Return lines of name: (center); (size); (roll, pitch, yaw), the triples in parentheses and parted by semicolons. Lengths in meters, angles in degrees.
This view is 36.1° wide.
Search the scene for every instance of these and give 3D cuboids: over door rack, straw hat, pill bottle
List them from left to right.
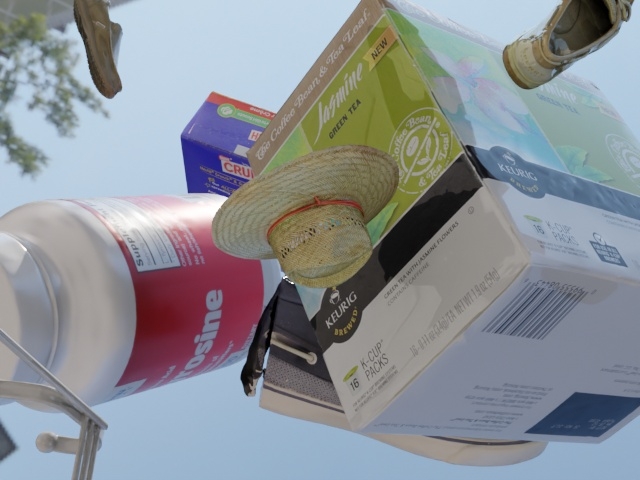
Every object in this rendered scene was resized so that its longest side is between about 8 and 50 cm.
over door rack: (-0.241, 0.152, 0.621); (0.108, 0.324, 0.240); (-6, -130, 7)
pill bottle: (-0.242, 0.065, 1.110); (0.229, 0.407, 0.229); (3, -84, 32)
straw hat: (0.000, 0.000, 0.695); (0.144, 0.144, 0.061); (-39, -123, 28)

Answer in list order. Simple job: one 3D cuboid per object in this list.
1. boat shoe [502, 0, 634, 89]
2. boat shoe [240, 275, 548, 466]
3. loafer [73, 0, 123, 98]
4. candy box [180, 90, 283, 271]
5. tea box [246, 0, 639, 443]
boat shoe: (0.199, -0.167, 0.736); (0.056, 0.153, 0.048); (57, -28, -6)
boat shoe: (0.092, 0.123, 1.030); (0.127, 0.340, 0.158); (-82, -177, -65)
loafer: (-0.267, -0.245, 1.215); (0.056, 0.050, 0.148); (126, -53, -66)
candy box: (-0.091, -0.084, 1.710); (0.268, 0.317, 0.122); (21, -119, 10)
tea box: (0.155, -0.010, 0.894); (0.220, 0.329, 0.324); (-50, -133, 31)
